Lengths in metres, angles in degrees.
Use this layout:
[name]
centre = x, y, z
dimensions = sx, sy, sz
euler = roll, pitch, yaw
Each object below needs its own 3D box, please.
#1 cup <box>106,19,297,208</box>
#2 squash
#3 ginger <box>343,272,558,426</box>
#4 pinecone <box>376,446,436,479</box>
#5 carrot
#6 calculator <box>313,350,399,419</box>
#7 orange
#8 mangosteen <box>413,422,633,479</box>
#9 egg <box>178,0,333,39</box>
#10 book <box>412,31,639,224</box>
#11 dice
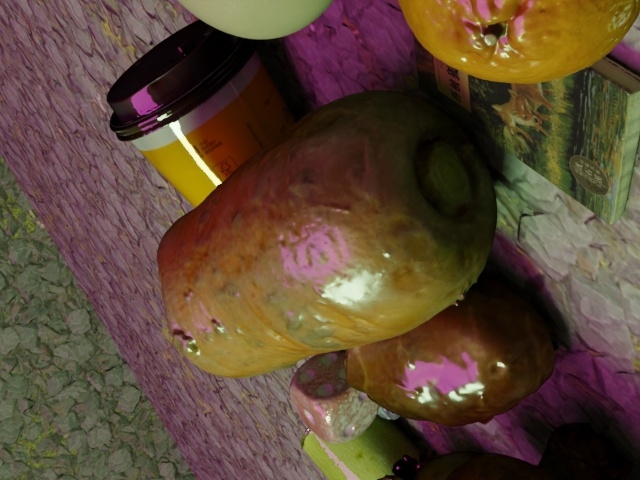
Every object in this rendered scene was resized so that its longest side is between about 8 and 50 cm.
[cup]
centre = -0.104, -0.110, 1.309
dimensions = 0.280, 0.196, 0.196
euler = 53, 161, -25
[squash]
centre = 0.097, 0.343, 1.657
dimensions = 0.247, 0.132, 0.132
euler = 43, 157, 23
[ginger]
centre = 0.111, 0.110, 1.217
dimensions = 0.321, 0.172, 0.165
euler = 176, 100, -69
[pinecone]
centre = 0.156, 0.413, 1.475
dimensions = 0.246, 0.246, 0.292
euler = 99, 158, -63
[carrot]
centre = 0.000, 0.000, 1.091
dimensions = 0.340, 0.224, 0.224
euler = -25, 102, 42
[calculator]
centre = 0.032, 0.156, 1.615
dimensions = 0.246, 0.045, 0.141
euler = 45, 157, 18
[orange]
centre = 0.123, -0.183, 0.718
dimensions = 0.177, 0.155, 0.177
euler = 27, 136, 30
[mangosteen]
centre = 0.189, 0.412, 1.156
dimensions = 0.381, 0.381, 0.421
euler = 147, 115, -69
[egg]
centre = -0.058, -0.271, 0.930
dimensions = 0.186, 0.186, 0.242
euler = 42, 165, 28
[book]
centre = 0.161, -0.125, 0.924
dimensions = 0.228, 0.024, 0.160
euler = 40, 158, 30
[dice]
centre = 0.019, 0.211, 1.537
dimensions = 0.093, 0.091, 0.094
euler = 33, 151, 42
